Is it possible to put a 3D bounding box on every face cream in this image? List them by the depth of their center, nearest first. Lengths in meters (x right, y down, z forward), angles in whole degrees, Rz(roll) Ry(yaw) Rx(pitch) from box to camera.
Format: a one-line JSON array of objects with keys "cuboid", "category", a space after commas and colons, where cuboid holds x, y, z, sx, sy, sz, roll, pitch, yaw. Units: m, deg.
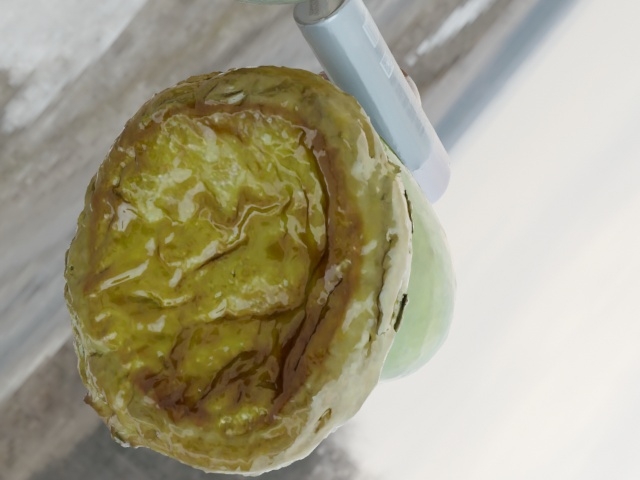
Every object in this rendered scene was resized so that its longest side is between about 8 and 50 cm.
[{"cuboid": [0.063, -0.159, 1.672, 0.073, 0.269, 0.107, -19, -143, 21], "category": "face cream"}]

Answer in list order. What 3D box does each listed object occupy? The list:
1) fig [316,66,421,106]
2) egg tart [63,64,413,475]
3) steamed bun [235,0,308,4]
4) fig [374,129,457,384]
[{"cuboid": [0.044, -0.110, 1.861, 0.175, 0.175, 0.207, -47, 144, -52], "category": "fig"}, {"cuboid": [-0.059, 0.022, 1.222, 0.341, 0.341, 0.129, -51, 155, 15], "category": "egg tart"}, {"cuboid": [-0.048, -0.364, 1.330, 0.324, 0.324, 0.206, -50, -171, -4], "category": "steamed bun"}, {"cuboid": [0.000, 0.000, 1.561, 0.258, 0.326, 0.258, -14, 167, -3], "category": "fig"}]
